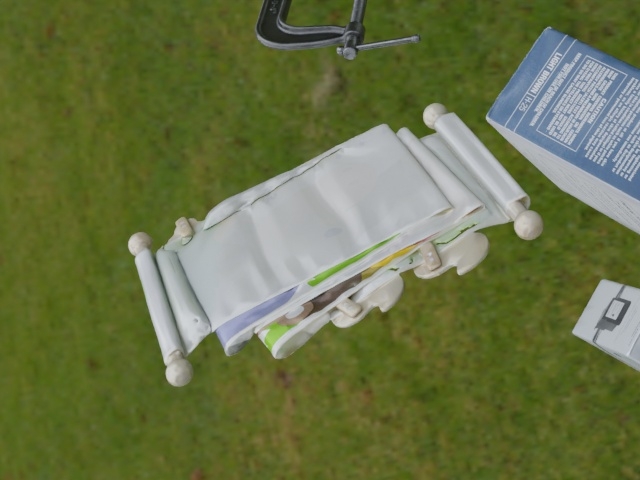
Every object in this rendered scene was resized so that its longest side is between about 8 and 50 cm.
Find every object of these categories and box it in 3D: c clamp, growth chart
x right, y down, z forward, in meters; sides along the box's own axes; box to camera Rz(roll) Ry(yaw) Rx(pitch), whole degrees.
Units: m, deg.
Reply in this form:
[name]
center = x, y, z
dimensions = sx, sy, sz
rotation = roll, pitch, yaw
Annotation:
[c clamp]
center = 0.015, -0.194, 1.218
dimensions = 0.161, 0.137, 0.022
rotation = -87, -14, -49
[growth chart]
center = 0.000, 0.000, 0.847
dimensions = 0.172, 0.237, 0.021
rotation = -107, -9, -53

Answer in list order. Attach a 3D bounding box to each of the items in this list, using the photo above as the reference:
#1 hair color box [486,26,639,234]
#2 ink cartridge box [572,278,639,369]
[hair color box]
center = 0.322, -0.042, 1.226
dimensions = 0.347, 0.174, 0.105
rotation = 36, 92, 39
[ink cartridge box]
center = 0.303, 0.091, 1.299
dimensions = 0.063, 0.109, 0.150
rotation = -61, 9, -1
